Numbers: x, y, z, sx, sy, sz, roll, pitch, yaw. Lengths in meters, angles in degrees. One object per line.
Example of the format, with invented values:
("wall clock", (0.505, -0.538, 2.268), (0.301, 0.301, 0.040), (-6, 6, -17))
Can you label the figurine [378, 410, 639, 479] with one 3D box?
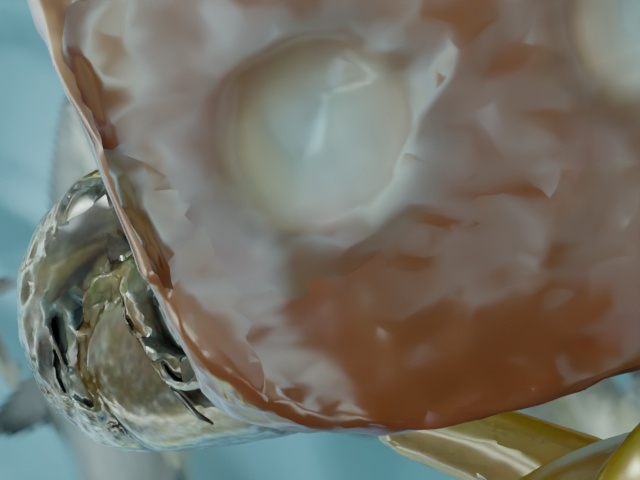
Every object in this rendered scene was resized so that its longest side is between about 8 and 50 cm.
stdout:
("figurine", (0.085, 0.158, 0.478), (0.401, 0.268, 0.387), (32, -162, 7))

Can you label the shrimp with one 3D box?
("shrimp", (0.003, 0.006, 0.749), (0.116, 0.343, 0.145), (23, -117, -50))

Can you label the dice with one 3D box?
("dice", (0.018, -0.066, 0.455), (0.174, 0.179, 0.175), (-120, 13, -63))
